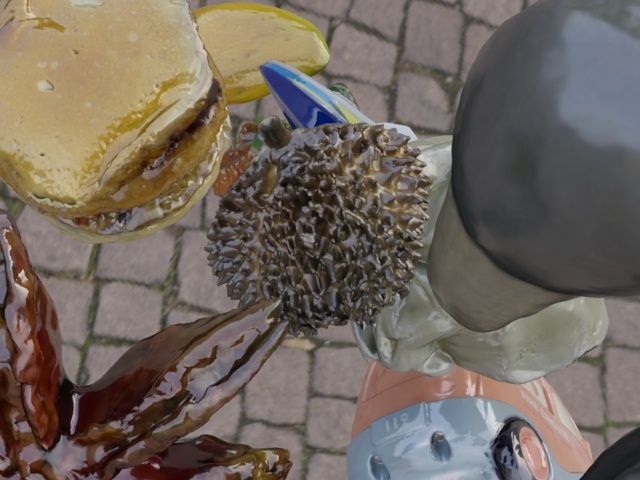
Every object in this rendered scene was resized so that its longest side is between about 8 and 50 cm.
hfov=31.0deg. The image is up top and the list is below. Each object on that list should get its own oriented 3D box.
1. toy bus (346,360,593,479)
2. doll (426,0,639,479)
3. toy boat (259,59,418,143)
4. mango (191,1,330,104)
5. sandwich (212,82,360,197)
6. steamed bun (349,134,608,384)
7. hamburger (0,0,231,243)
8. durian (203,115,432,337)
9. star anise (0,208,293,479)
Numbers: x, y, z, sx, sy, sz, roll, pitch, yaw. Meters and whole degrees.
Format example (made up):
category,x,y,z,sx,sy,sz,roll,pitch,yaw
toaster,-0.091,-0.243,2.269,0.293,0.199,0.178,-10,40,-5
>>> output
category,x,y,z,sx,sy,sz,roll,pitch,yaw
toy bus,0.150,0.208,1.131,0.288,0.194,0.232,42,32,-35
doll,0.197,0.092,0.572,0.252,0.382,0.378,-9,66,-25
toy boat,0.038,-0.110,1.264,0.295,0.129,0.088,41,80,19
mango,-0.132,-0.308,1.889,0.317,0.119,0.176,0,67,19
sandwich,-0.064,-0.138,1.925,0.301,0.162,0.250,-10,68,25
steamed bun,0.114,0.001,0.891,0.211,0.144,0.218,-13,58,-14
hamburger,-0.203,-0.121,1.047,0.244,0.163,0.244,0,80,-2
durian,0.000,0.000,0.678,0.148,0.188,0.091,-18,45,4
star anise,-0.125,0.114,0.534,0.288,0.088,0.288,-5,120,-9
